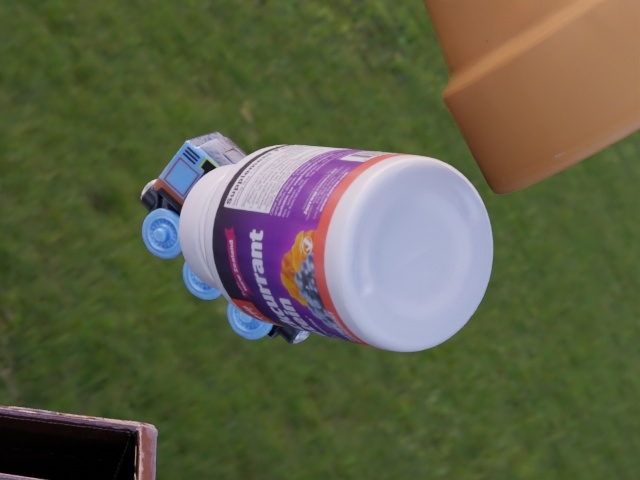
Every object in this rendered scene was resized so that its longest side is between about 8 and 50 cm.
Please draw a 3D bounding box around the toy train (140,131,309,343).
[{"bbox_3d":[-0.064,0.000,1.554,0.184,0.105,0.080,43,24,10],"label":"toy train"}]

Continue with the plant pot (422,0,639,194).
[{"bbox_3d":[0.156,-0.185,0.953,0.203,0.291,0.291,57,34,-3],"label":"plant pot"}]

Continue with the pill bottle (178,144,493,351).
[{"bbox_3d":[0.000,0.000,1.099,0.108,0.193,0.108,-4,97,-34],"label":"pill bottle"}]

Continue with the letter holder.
[{"bbox_3d":[-0.280,0.290,1.658,0.214,0.302,0.152,10,46,-13],"label":"letter holder"}]
